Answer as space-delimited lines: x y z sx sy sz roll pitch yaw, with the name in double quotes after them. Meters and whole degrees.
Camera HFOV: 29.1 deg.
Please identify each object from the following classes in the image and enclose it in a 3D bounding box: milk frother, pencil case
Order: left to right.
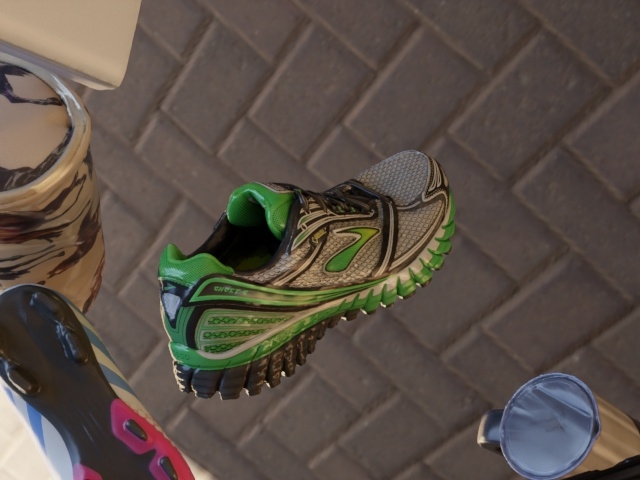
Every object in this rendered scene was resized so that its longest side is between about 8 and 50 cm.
-0.306 -0.028 1.201 0.160 0.183 0.410 59 162 15 "pencil case"
0.192 0.195 0.954 0.129 0.143 0.134 -22 144 34 "milk frother"

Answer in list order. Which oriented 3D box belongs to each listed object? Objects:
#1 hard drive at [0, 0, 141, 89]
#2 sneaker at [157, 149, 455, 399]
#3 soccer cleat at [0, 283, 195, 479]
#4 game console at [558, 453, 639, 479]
-0.282 -0.285 0.971 0.047 0.233 0.353 3 168 44 "hard drive"
0.000 0.000 1.112 0.134 0.343 0.146 14 127 41 "sneaker"
-0.190 0.185 1.101 0.331 0.116 0.143 60 173 9 "soccer cleat"
0.184 0.155 0.693 0.071 0.122 0.107 26 120 54 "game console"
